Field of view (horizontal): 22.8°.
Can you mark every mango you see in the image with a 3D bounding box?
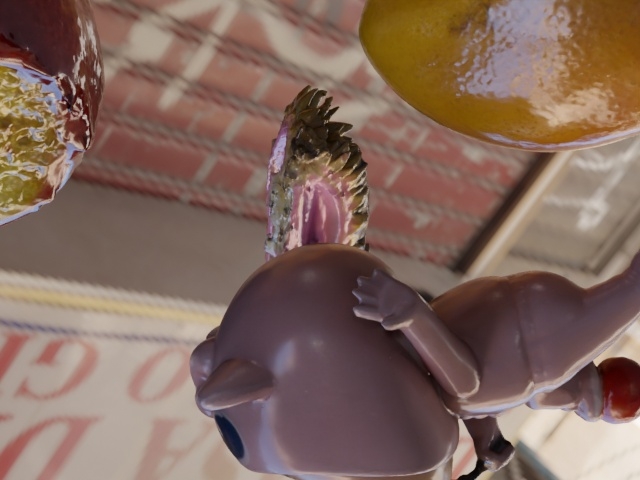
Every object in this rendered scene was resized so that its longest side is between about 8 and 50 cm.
[{"bbox_3d":[0.122,-0.121,0.886,0.219,0.145,0.112,-2,-160,30],"label":"mango"}]

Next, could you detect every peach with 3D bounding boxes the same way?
[{"bbox_3d":[-0.389,-0.160,1.299,0.335,0.406,0.310,59,-162,-65],"label":"peach"}]

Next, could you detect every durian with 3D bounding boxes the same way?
[{"bbox_3d":[-0.001,-0.001,1.508,0.112,0.341,0.191,4,-149,0],"label":"durian"}]

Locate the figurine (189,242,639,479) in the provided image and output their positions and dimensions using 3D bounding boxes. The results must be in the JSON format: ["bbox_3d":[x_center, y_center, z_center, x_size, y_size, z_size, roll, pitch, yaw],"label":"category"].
[{"bbox_3d":[0.070,0.086,0.929,0.287,0.186,0.176,-8,-175,-8],"label":"figurine"}]
